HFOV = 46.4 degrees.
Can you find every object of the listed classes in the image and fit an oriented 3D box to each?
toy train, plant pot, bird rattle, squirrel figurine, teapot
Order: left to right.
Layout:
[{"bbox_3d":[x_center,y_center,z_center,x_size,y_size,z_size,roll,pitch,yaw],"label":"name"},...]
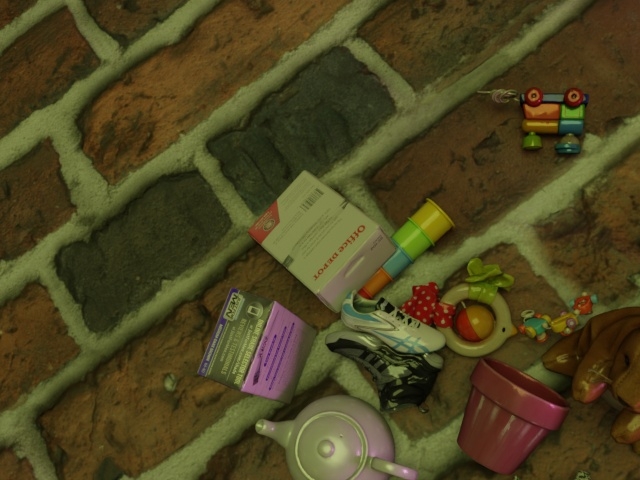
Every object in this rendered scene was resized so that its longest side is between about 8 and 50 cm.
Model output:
[{"bbox_3d":[0.037,0.440,1.564,0.256,0.187,0.253,-29,70,2],"label":"teapot"},{"bbox_3d":[0.313,0.157,1.623,0.253,0.143,0.207,-30,85,6],"label":"bird rattle"},{"bbox_3d":[0.375,0.363,1.516,0.201,0.201,0.180,28,97,19],"label":"plant pot"},{"bbox_3d":[0.486,-0.274,1.731,0.248,0.105,0.143,3,87,14],"label":"toy train"},{"bbox_3d":[0.505,0.168,1.577,0.166,0.125,0.046,-21,103,32],"label":"toy train"},{"bbox_3d":[0.651,0.197,1.395,0.397,0.370,0.281,-37,69,0],"label":"squirrel figurine"}]

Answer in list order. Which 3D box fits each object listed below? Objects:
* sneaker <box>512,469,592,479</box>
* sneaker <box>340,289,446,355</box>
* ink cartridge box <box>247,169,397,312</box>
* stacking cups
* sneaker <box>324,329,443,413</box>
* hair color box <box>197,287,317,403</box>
[{"bbox_3d":[0.387,0.570,1.496,0.410,0.158,0.182,-16,40,10],"label":"sneaker"},{"bbox_3d":[0.154,0.175,1.588,0.237,0.086,0.085,19,34,16],"label":"sneaker"},{"bbox_3d":[0.000,0.000,1.699,0.207,0.117,0.283,-47,50,-4],"label":"ink cartridge box"},{"bbox_3d":[0.166,0.046,1.716,0.316,0.096,0.096,-45,69,3],"label":"stacking cups"},{"bbox_3d":[0.125,0.291,1.633,0.268,0.101,0.153,11,75,15],"label":"sneaker"},{"bbox_3d":[-0.122,0.232,1.582,0.110,0.339,0.185,17,78,17],"label":"hair color box"}]
